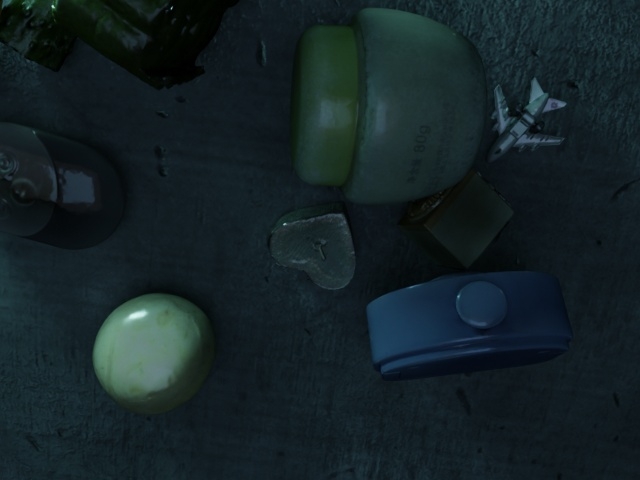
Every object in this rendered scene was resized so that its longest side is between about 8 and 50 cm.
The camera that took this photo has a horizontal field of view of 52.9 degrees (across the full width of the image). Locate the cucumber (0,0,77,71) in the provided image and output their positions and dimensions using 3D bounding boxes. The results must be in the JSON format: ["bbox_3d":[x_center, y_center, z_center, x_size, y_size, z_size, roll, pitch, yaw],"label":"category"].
[{"bbox_3d":[-0.457,-0.425,1.127,0.134,0.134,0.244,37,97,-11],"label":"cucumber"}]

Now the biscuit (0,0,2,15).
[{"bbox_3d":[-0.665,-0.406,1.115,0.287,0.057,0.344,48,120,13],"label":"biscuit"}]

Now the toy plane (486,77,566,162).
[{"bbox_3d":[0.376,-0.215,1.219,0.162,0.065,0.171,39,101,0],"label":"toy plane"}]

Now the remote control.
[{"bbox_3d":[-0.544,-0.103,1.242,0.332,0.103,0.221,16,111,-6],"label":"remote control"}]

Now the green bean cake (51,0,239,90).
[{"bbox_3d":[-0.226,-0.428,1.005,0.218,0.335,0.319,32,111,-9],"label":"green bean cake"}]

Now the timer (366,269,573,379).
[{"bbox_3d":[0.270,0.146,1.195,0.395,0.395,0.173,-6,72,3],"label":"timer"}]

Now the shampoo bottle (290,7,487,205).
[{"bbox_3d":[0.110,-0.219,1.081,0.317,0.322,0.322,2,109,-5],"label":"shampoo bottle"}]

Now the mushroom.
[{"bbox_3d":[-0.335,0.235,1.319,0.246,0.202,0.246,1,65,-2],"label":"mushroom"}]

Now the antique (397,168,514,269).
[{"bbox_3d":[0.248,-0.047,1.211,0.148,0.147,0.152,43,81,-10],"label":"antique"}]

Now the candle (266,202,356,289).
[{"bbox_3d":[0.000,0.000,1.292,0.192,0.068,0.168,32,110,-12],"label":"candle"}]
